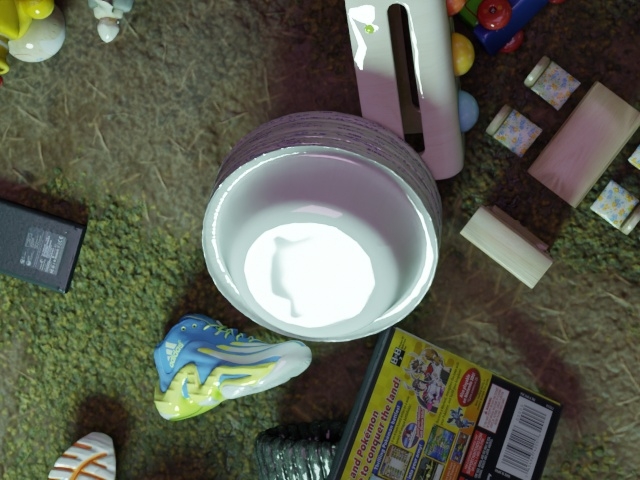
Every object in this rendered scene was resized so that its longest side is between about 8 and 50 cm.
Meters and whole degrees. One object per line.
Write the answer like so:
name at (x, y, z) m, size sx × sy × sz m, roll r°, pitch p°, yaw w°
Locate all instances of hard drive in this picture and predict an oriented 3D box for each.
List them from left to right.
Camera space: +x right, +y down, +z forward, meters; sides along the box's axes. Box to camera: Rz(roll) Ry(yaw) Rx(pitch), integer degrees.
hard drive at (-0.383, 0.005, 2.049) m, size 0.135 × 0.022 × 0.094 m, roll 18°, pitch 95°, yaw 7°

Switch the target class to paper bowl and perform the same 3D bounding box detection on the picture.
paper bowl at (0.000, 0.000, 1.855) m, size 0.284 × 0.148 × 0.284 m, roll 4°, pitch 125°, yaw 6°

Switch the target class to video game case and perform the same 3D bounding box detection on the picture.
video game case at (0.144, 0.274, 1.893) m, size 0.248 × 0.035 × 0.275 m, roll 26°, pitch 69°, yaw -10°

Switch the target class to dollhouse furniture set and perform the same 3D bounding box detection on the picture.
dollhouse furniture set at (0.287, -0.075, 1.880) m, size 0.212 × 0.161 × 0.242 m, roll 38°, pitch 97°, yaw 5°

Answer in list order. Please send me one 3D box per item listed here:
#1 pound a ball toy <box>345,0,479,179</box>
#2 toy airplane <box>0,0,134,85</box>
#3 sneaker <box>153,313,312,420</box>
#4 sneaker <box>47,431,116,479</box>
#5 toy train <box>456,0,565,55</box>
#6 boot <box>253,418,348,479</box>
pound a ball toy at (0.116, -0.259, 1.872) m, size 0.136 × 0.208 × 0.319 m, roll -3°, pitch 124°, yaw 10°
toy airplane at (-0.404, -0.340, 1.942) m, size 0.384 × 0.272 × 0.386 m, roll -40°, pitch 51°, yaw -2°
sneaker at (-0.125, 0.140, 1.963) m, size 0.240 × 0.091 × 0.126 m, roll -23°, pitch 80°, yaw 29°
sneaker at (-0.317, 0.351, 2.032) m, size 0.084 × 0.083 × 0.215 m, roll 19°, pitch 91°, yaw 7°
toy train at (0.250, -0.359, 1.913) m, size 0.248 × 0.105 × 0.143 m, roll -45°, pitch 69°, yaw 3°
boot at (0.086, 0.358, 1.947) m, size 0.348 × 0.131 × 0.260 m, roll 1°, pitch 93°, yaw 8°
